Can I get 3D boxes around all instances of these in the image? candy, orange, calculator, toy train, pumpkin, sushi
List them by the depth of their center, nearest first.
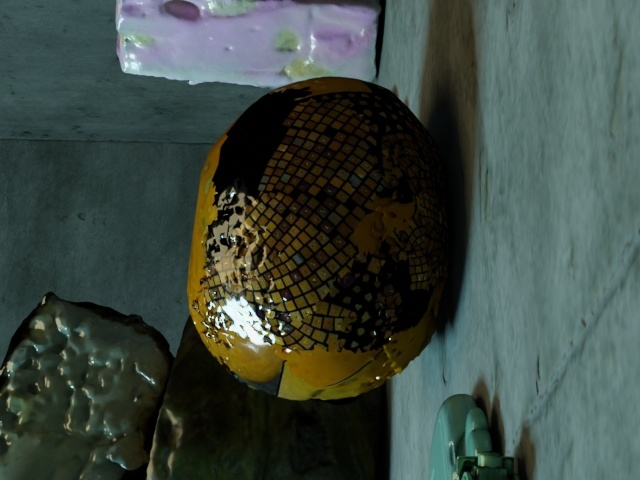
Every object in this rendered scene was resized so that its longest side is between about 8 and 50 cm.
[{"bbox_3d":[0.082,0.147,0.616,0.053,0.033,0.083,99,172,-84],"label":"toy train"},{"bbox_3d":[0.080,0.144,0.722,0.153,0.021,0.095,92,177,-58],"label":"calculator"},{"bbox_3d":[0.000,0.000,0.863,0.234,0.182,0.234,9,-90,-84],"label":"orange"},{"bbox_3d":[-0.060,0.232,1.210,0.303,0.225,0.256,91,-175,-63],"label":"pumpkin"},{"bbox_3d":[-0.245,0.232,1.230,0.182,0.196,0.343,59,-135,-63],"label":"sushi"},{"bbox_3d":[-0.074,-0.236,1.244,0.155,0.265,0.116,-95,11,-53],"label":"candy"}]
